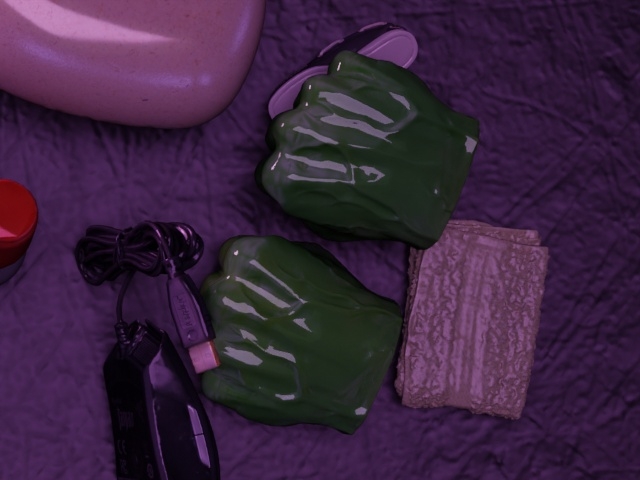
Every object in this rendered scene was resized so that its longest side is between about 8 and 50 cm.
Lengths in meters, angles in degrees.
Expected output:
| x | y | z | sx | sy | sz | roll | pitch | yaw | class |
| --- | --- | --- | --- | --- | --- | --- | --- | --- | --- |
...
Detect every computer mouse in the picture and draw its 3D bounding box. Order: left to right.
| x | y | z | sx | sy | sz | roll | pitch | yaw | class |
| --- | --- | --- | --- | --- | --- | --- | --- | --- | --- |
| -0.096 | 0.106 | 1.322 | 0.060 | 0.184 | 0.262 | -9 | 86 | -28 | computer mouse |

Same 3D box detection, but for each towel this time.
| x | y | z | sx | sy | sz | roll | pitch | yaw | class |
| --- | --- | --- | --- | --- | --- | --- | --- | --- | --- |
| 0.114 | 0.058 | 1.435 | 0.110 | 0.027 | 0.148 | 8 | 83 | -10 | towel |

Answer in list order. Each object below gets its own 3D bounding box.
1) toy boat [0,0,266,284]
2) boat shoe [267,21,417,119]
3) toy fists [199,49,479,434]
| x | y | z | sx | sy | sz | roll | pitch | yaw | class |
| --- | --- | --- | --- | --- | --- | --- | --- | --- | --- |
| -0.194 | -0.121 | 1.346 | 0.267 | 0.148 | 0.318 | 23 | 73 | -13 | toy boat |
| 0.012 | -0.127 | 1.426 | 0.125 | 0.038 | 0.046 | -33 | 123 | -7 | boat shoe |
| 0.000 | 0.000 | 1.379 | 0.142 | 0.096 | 0.279 | 22 | 93 | -18 | toy fists |
